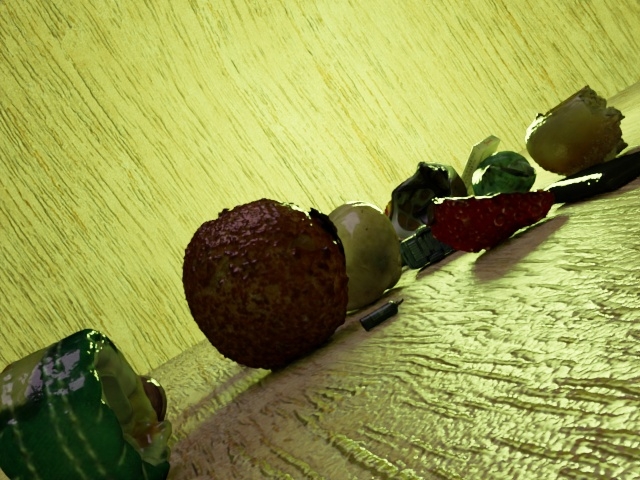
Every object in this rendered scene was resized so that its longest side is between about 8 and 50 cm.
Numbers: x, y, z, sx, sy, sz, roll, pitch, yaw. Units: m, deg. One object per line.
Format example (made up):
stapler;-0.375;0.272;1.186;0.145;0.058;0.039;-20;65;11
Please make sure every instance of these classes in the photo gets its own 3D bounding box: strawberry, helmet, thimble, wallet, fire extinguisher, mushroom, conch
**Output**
strawberry;0.318;-0.033;1.757;0.236;0.111;0.190;-5;0;20
helmet;0.274;-0.076;2.314;0.224;0.130;0.198;-57;35;6
thimble;-0.324;0.265;1.312;0.167;0.254;0.288;-27;-25;1
wallet;0.511;-0.119;1.717;0.149;0.044;0.250;-27;1;-12
fire extinguisher;0.109;0.128;1.645;0.083;0.025;0.038;-31;-21;-9
mushroom;0.073;0.034;2.010;0.184;0.255;0.255;7;-12;-19
conch;0.444;-0.144;2.258;0.176;0.122;0.188;-10;16;36

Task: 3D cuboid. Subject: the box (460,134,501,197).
box;0.380;-0.143;2.404;0.139;0.035;0.245;-34;-32;-55

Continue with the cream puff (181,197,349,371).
cream puff;-0.113;0.092;1.777;0.350;0.350;0.228;-29;9;28

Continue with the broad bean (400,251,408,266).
broad bean;0.198;0.041;2.176;0.292;0.049;0.144;-29;5;-6

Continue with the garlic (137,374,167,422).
garlic;-0.371;0.339;1.658;0.245;0.160;0.245;-35;-17;-13

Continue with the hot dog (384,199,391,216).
hot dog;0.262;-0.061;2.588;0.257;0.150;0.153;-30;-8;42

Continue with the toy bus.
toy bus;0.289;-0.016;2.032;0.236;0.079;0.094;-30;-14;12

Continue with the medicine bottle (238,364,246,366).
medicine bottle;-0.130;0.192;2.150;0.188;0.119;0.094;-33;0;-42

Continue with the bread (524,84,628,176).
bread;0.530;-0.215;1.979;0.192;0.171;0.314;-32;1;13
